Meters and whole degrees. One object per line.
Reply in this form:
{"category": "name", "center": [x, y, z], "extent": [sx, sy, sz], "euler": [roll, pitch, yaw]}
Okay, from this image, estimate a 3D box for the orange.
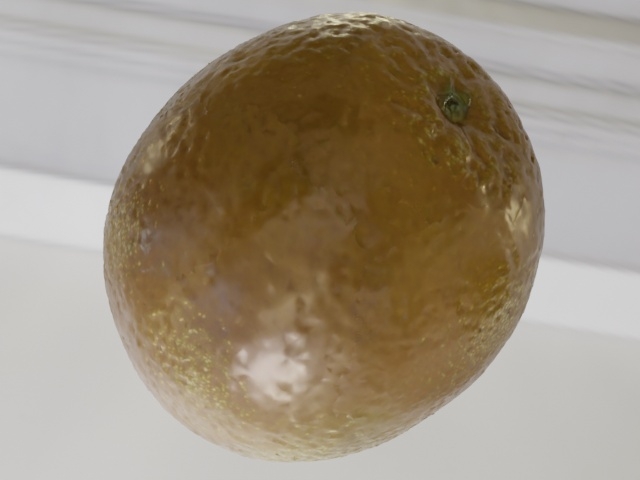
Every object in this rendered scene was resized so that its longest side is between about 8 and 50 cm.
{"category": "orange", "center": [0.000, 0.000, 0.695], "extent": [0.236, 0.236, 0.236], "euler": [6, -141, -5]}
